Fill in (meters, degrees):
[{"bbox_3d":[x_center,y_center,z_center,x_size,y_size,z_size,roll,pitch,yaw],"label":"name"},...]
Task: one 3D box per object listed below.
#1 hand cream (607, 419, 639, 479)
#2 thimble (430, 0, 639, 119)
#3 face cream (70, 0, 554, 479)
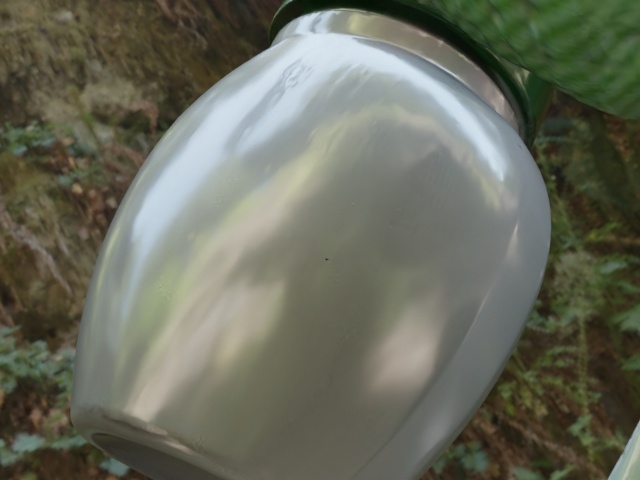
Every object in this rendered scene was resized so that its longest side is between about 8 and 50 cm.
[{"bbox_3d":[0.121,0.199,0.474,0.085,0.058,0.331,26,-97,-55],"label":"hand cream"},{"bbox_3d":[0.133,-0.166,0.408,0.219,0.150,0.219,-25,-45,-28],"label":"thimble"},{"bbox_3d":[0.000,0.000,0.666,0.219,0.312,0.357,47,-119,-40],"label":"face cream"}]
